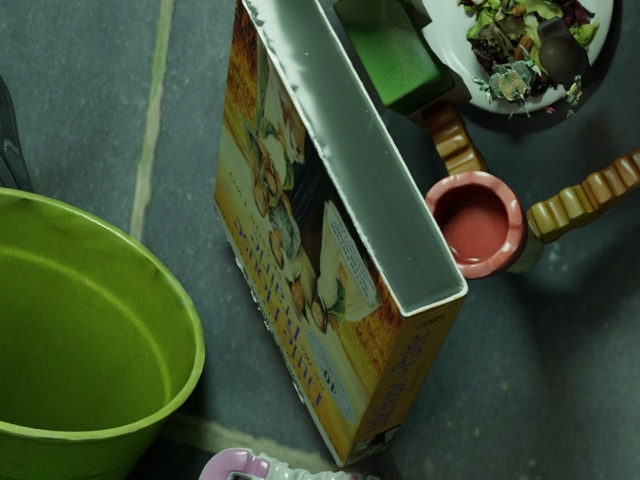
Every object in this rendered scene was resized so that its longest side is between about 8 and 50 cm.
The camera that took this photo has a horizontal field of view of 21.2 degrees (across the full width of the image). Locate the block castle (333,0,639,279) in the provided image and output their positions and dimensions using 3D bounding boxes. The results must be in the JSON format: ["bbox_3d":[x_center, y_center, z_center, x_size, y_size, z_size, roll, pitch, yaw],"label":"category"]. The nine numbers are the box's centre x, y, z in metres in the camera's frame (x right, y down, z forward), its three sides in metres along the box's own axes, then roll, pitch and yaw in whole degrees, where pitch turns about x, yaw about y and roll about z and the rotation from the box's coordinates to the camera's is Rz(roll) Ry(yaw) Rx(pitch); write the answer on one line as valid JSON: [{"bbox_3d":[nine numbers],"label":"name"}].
[{"bbox_3d":[0.145,-0.220,1.386,0.303,0.213,0.453,-30,74,15],"label":"block castle"}]

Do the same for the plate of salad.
[{"bbox_3d":[0.168,-0.213,1.525,0.200,0.048,0.200,0,90,36],"label":"plate of salad"}]

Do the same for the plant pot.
[{"bbox_3d":[-0.351,0.193,1.760,0.366,0.366,0.353,45,127,28],"label":"plant pot"}]

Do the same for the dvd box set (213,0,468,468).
[{"bbox_3d":[0.000,0.000,1.481,0.420,0.062,0.308,106,140,-67],"label":"dvd box set"}]

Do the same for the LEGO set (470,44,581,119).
[{"bbox_3d":[0.155,-0.114,1.270,0.083,0.023,0.054,29,110,9],"label":"LEGO set"}]

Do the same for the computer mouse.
[{"bbox_3d":[-0.386,-0.083,1.930,0.188,0.072,0.272,-32,72,34],"label":"computer mouse"}]

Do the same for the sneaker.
[{"bbox_3d":[0.001,0.269,1.633,0.236,0.104,0.095,16,69,15],"label":"sneaker"}]
